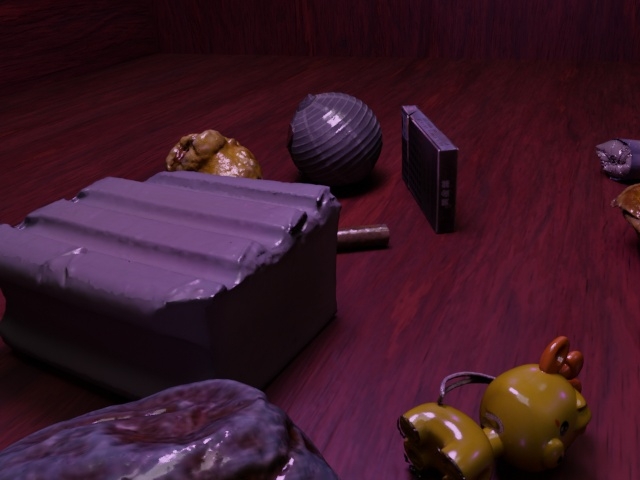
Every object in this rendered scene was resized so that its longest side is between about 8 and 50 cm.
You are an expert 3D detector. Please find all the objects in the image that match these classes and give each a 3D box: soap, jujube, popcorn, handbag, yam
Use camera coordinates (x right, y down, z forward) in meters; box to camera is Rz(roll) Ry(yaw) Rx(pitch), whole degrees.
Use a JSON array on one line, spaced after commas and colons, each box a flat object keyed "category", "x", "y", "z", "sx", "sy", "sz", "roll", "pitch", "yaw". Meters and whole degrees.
[{"category": "soap", "x": -0.231, "y": 0.052, "z": 0.882, "sx": 0.435, "sy": 0.212, "sz": 0.350, "roll": 10, "pitch": 32, "yaw": 26}, {"category": "jujube", "x": -0.128, "y": 0.243, "z": 0.490, "sx": 0.308, "sy": 0.215, "sz": 0.246, "roll": -11, "pitch": 4, "yaw": -6}, {"category": "popcorn", "x": -0.233, "y": -0.167, "z": 1.329, "sx": 0.200, "sy": 0.203, "sz": 0.226, "roll": -11, "pitch": 44, "yaw": 8}, {"category": "handbag", "x": 0.738, "y": -0.186, "z": 1.368, "sx": 0.173, "sy": 0.095, "sz": 0.117, "roll": 1, "pitch": 21, "yaw": -8}, {"category": "yam", "x": 0.000, "y": 0.000, "z": 1.136, "sx": 0.264, "sy": 0.046, "sz": 0.046, "roll": -6, "pitch": 27, "yaw": -4}]

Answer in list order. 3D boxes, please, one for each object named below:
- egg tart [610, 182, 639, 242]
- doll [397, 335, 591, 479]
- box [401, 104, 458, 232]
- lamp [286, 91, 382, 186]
[{"category": "egg tart", "x": 0.647, "y": -0.014, "z": 1.022, "sx": 0.291, "sy": 0.107, "sz": 0.290, "roll": 1, "pitch": 27, "yaw": -1}, {"category": "doll", "x": 0.205, "y": 0.196, "z": 0.643, "sx": 0.221, "sy": 0.142, "sz": 0.135, "roll": -27, "pitch": 31, "yaw": -18}, {"category": "box", "x": 0.229, "y": -0.166, "z": 1.284, "sx": 0.047, "sy": 0.180, "sz": 0.325, "roll": -7, "pitch": 27, "yaw": -3}, {"category": "lamp", "x": 0.029, "y": -0.248, "z": 1.418, "sx": 0.233, "sy": 0.233, "sz": 0.265, "roll": 1, "pitch": 30, "yaw": 10}]
